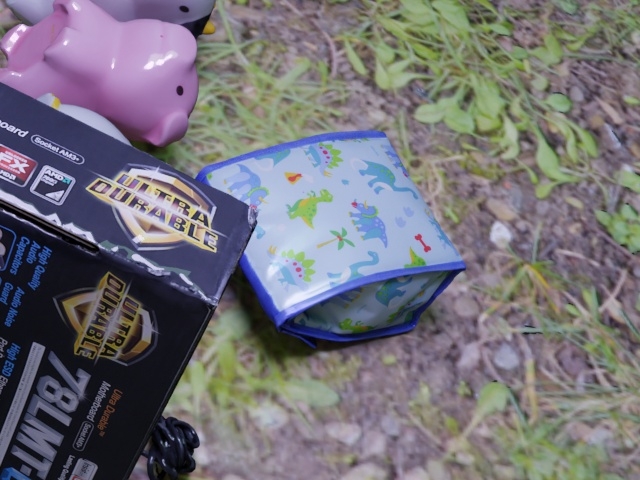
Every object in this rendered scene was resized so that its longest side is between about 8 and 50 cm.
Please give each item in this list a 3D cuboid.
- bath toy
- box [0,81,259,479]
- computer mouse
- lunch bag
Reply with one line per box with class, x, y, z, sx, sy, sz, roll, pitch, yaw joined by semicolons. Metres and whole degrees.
bath toy;-0.141;-0.120;1.024;0.129;0.151;0.348;47;33;-36
box;-0.213;0.031;0.721;0.293;0.295;0.073;25;46;-4
computer mouse;-0.150;0.076;0.864;0.193;0.106;0.042;32;88;6
lunch bag;0.000;0.000;1.003;0.151;0.096;0.129;-5;54;-43
